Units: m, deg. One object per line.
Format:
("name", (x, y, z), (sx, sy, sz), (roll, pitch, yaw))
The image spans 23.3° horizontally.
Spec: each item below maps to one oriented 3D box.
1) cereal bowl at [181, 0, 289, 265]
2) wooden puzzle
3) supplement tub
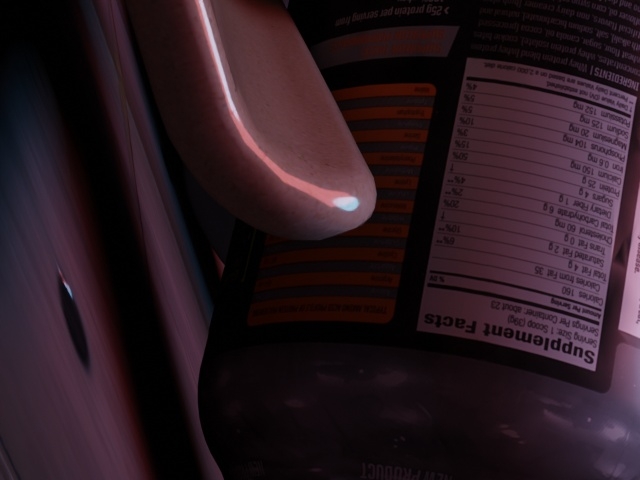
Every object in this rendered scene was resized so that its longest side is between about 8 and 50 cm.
("cereal bowl", (0.010, -0.041, 1.053), (0.339, 0.141, 0.339), (37, -31, 26))
("wooden puzzle", (-0.093, -0.187, 0.419), (0.322, 0.080, 0.348), (-110, 179, -71))
("supplement tub", (0.065, -0.005, 0.597), (0.193, 0.194, 0.316), (76, 26, -69))
